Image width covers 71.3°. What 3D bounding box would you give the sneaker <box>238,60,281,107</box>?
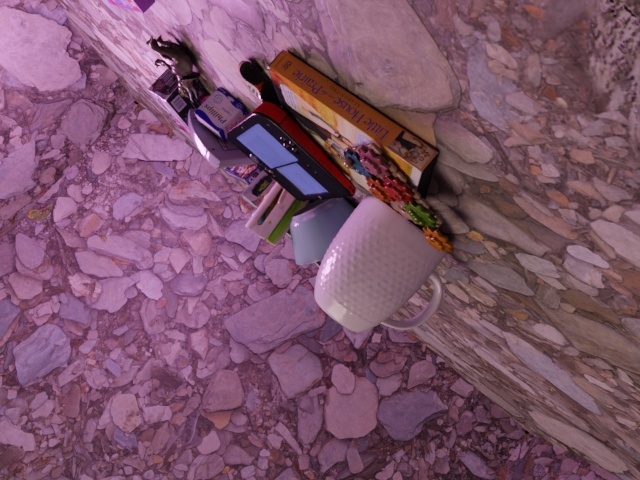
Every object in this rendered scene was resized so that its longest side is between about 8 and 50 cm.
[{"bbox_3d":[-0.165,-0.425,1.220,0.161,0.057,0.075,46,-173,-37],"label":"sneaker"}]

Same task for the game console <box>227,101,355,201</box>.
[{"bbox_3d":[-0.102,-0.236,1.309,0.342,0.060,0.386,45,165,-21],"label":"game console"}]

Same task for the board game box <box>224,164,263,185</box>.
[{"bbox_3d":[-0.305,-0.328,1.926,0.042,0.165,0.243,47,169,-36],"label":"board game box"}]

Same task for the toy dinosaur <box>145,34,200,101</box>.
[{"bbox_3d":[-0.494,-0.624,1.529,0.160,0.121,0.313,29,167,-2],"label":"toy dinosaur"}]

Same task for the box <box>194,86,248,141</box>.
[{"bbox_3d":[-0.351,-0.450,1.589,0.126,0.137,0.072,39,171,11],"label":"box"}]

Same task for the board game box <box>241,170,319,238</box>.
[{"bbox_3d":[-0.130,-0.161,1.802,0.303,0.224,0.097,40,171,1],"label":"board game box"}]

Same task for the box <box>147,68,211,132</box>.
[{"bbox_3d":[-0.540,-0.556,1.800,0.142,0.163,0.247,34,169,30],"label":"box"}]

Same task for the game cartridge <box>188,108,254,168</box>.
[{"bbox_3d":[-0.369,-0.382,1.652,0.297,0.198,0.062,57,146,27],"label":"game cartridge"}]

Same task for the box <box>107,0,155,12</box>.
[{"bbox_3d":[-0.637,-0.801,1.334,0.293,0.057,0.201,34,169,39],"label":"box"}]

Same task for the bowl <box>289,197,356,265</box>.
[{"bbox_3d":[0.012,-0.057,1.615,0.163,0.311,0.311,63,167,-12],"label":"bowl"}]

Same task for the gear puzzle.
[{"bbox_3d":[0.179,-0.080,1.006,0.339,0.044,0.175,44,172,-19],"label":"gear puzzle"}]

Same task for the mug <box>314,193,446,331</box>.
[{"bbox_3d":[0.182,0.107,1.268,0.374,0.328,0.276,35,-173,-14],"label":"mug"}]

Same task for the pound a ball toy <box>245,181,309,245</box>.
[{"bbox_3d":[-0.154,-0.161,1.638,0.135,0.319,0.208,34,178,19],"label":"pound a ball toy"}]

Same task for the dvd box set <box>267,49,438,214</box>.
[{"bbox_3d":[0.075,-0.233,1.062,0.420,0.062,0.308,39,172,15],"label":"dvd box set"}]

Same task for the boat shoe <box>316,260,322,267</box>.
[{"bbox_3d":[0.000,0.000,1.950,0.500,0.187,0.156,40,180,29],"label":"boat shoe"}]
